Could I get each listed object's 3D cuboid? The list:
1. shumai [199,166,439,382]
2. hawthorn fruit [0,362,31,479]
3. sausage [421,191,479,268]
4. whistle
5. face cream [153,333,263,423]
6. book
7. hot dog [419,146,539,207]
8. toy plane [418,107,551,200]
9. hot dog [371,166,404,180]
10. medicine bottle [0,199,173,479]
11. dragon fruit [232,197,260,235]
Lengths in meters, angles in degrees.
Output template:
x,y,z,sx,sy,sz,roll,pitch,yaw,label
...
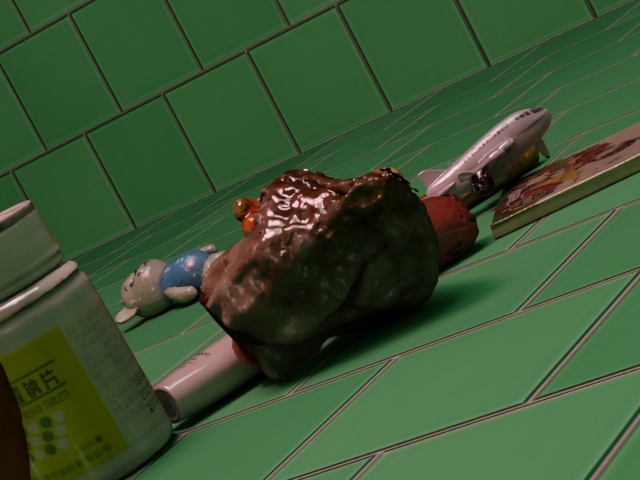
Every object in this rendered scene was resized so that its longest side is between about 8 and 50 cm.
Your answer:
x,y,z,sx,sy,sz,roll,pitch,yaw,label
0.002,0.046,1.743,0.218,0.184,0.185,0,62,51,shumai
-0.398,0.200,1.062,0.472,0.471,0.472,-27,7,4,hawthorn fruit
0.095,0.002,1.896,0.141,0.076,0.076,-30,7,-17,sausage
-0.193,0.050,2.630,0.236,0.077,0.114,-19,30,34,whistle
-0.083,0.116,1.826,0.182,0.051,0.072,-32,4,-34,face cream
0.327,-0.099,1.959,0.322,0.018,0.228,-26,8,13,book
0.165,-0.063,2.192,0.216,0.047,0.066,-31,5,-26,hot dog
0.185,-0.089,2.093,0.171,0.065,0.162,-28,6,3,toy plane
0.000,0.000,2.216,0.249,0.076,0.102,-31,14,17,hot dog
-0.254,0.102,1.731,0.143,0.258,0.143,-28,7,4,medicine bottle
-0.002,-0.003,2.060,0.133,0.208,0.150,-39,39,51,dragon fruit
